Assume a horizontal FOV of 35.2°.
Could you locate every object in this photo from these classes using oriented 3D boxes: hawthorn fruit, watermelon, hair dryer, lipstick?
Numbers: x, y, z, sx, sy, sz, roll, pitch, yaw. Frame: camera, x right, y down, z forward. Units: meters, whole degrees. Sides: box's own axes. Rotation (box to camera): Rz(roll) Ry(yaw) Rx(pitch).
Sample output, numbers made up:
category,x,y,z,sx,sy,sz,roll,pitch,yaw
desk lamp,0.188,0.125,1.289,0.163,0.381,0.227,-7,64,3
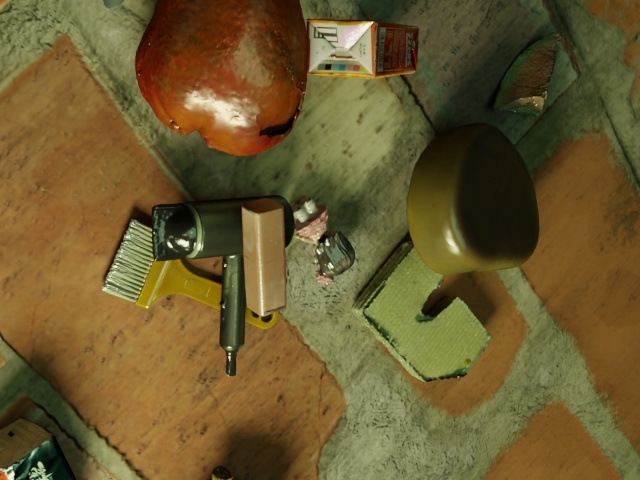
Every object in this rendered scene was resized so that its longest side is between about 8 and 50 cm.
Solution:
category,x,y,z,sx,sy,sz,roll,pitch,yaw
hawthorn fruit,-0.111,-0.256,1.225,0.211,0.211,0.299,5,97,-34
watermelon,0.349,-0.257,1.614,0.101,0.080,0.155,32,66,-43
hair dryer,-0.136,0.067,1.344,0.195,0.078,0.249,-7,104,-36
lipstick,-0.073,0.022,1.310,0.045,0.045,0.145,-15,117,-30

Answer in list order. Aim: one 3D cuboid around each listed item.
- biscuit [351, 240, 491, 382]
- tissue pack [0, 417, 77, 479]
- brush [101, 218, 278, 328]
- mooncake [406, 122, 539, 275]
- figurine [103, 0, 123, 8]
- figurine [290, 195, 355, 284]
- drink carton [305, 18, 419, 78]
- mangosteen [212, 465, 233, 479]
category,x,y,z,sx,sy,sz,roll,pitch,yaw
biscuit,0.163,0.127,1.579,0.250,0.046,0.147,47,72,-30
tissue pack,-0.349,0.316,1.251,0.090,0.103,0.170,-34,117,-31
brush,-0.163,0.065,1.373,0.272,0.013,0.103,25,86,-35
mooncake,0.226,-0.061,1.530,0.234,0.117,0.235,9,76,-40
figurine,-0.204,-0.423,1.155,0.140,0.193,0.265,-17,96,-28
figurine,0.000,0.000,1.442,0.072,0.054,0.129,-40,117,-15
drink carton,0.059,-0.254,1.333,0.223,0.096,0.071,-30,124,-68
mangosteen,-0.133,0.417,1.402,0.145,0.156,0.181,-37,89,6
